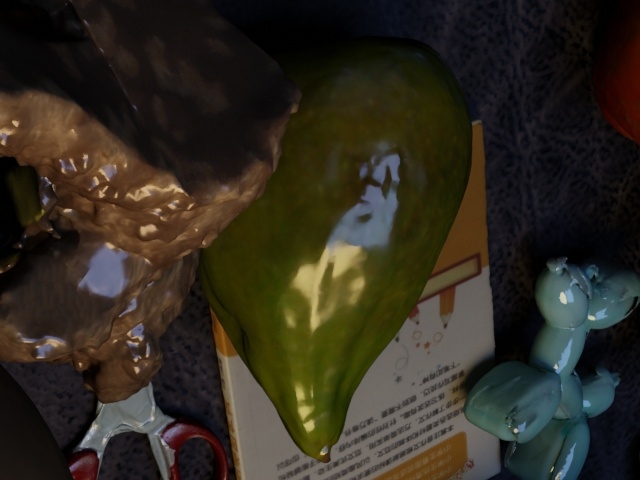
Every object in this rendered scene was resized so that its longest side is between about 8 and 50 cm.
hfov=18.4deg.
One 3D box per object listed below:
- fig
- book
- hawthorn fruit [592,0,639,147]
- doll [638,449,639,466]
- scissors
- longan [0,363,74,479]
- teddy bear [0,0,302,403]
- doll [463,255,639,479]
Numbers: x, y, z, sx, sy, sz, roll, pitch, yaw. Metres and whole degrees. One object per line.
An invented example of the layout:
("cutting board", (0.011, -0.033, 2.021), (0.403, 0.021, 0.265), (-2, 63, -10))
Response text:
("fig", (-0.008, -0.014, 1.113), (0.167, 0.167, 0.233), (25, 98, -44))
("book", (0.029, 0.080, 1.292), (0.208, 0.020, 0.295), (-24, 127, -26))
("hawthorn fruit", (0.264, -0.119, 1.268), (0.189, 0.189, 0.189), (-19, 125, -29))
("doll", (0.305, 0.234, 1.551), (0.137, 0.097, 0.209), (-29, 124, -16))
("scissors", (-0.117, 0.078, 1.181), (0.144, 0.017, 0.247), (-17, 122, -32))
("longan", (-0.258, 0.174, 0.940), (0.319, 0.319, 0.318), (-19, 125, -29))
("teddy bear", (-0.147, -0.055, 0.953), (0.222, 0.246, 0.296), (-32, 144, 34))
("doll", (0.166, 0.082, 1.363), (0.158, 0.059, 0.159), (-52, 140, -18))
